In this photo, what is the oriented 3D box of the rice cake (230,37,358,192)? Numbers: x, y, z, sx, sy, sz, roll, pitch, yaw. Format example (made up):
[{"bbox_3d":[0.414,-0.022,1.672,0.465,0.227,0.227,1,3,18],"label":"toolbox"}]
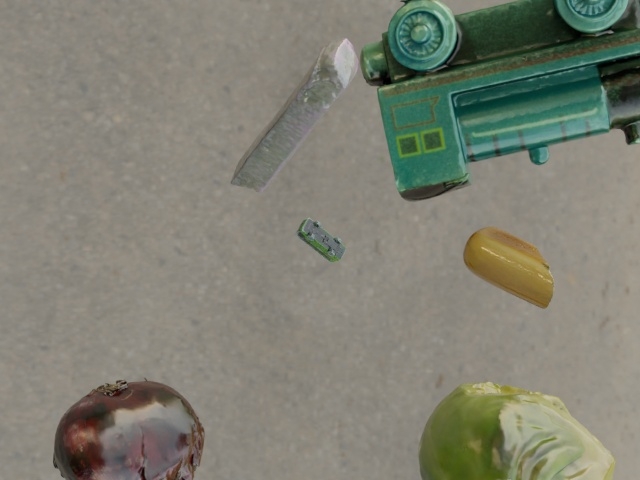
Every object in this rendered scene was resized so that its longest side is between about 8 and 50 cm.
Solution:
[{"bbox_3d":[-0.041,-0.159,1.427,0.056,0.365,0.073,30,59,-10],"label":"rice cake"}]

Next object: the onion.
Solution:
[{"bbox_3d":[-0.327,0.349,1.756,0.281,0.221,0.281,47,30,-38],"label":"onion"}]

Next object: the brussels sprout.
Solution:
[{"bbox_3d":[0.340,0.385,1.817,0.268,0.344,0.344,80,33,-56],"label":"brussels sprout"}]

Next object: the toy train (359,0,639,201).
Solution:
[{"bbox_3d":[0.194,-0.158,1.014,0.120,0.298,0.194,-9,88,-78],"label":"toy train"}]

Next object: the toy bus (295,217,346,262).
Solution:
[{"bbox_3d":[0.000,0.000,1.626,0.083,0.037,0.031,38,61,-20],"label":"toy bus"}]

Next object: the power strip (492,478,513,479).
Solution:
[{"bbox_3d":[0.143,0.273,0.645,0.215,0.061,0.145,45,57,9],"label":"power strip"}]

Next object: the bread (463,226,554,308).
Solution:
[{"bbox_3d":[0.191,0.027,1.006,0.062,0.103,0.049,-20,132,-54],"label":"bread"}]
